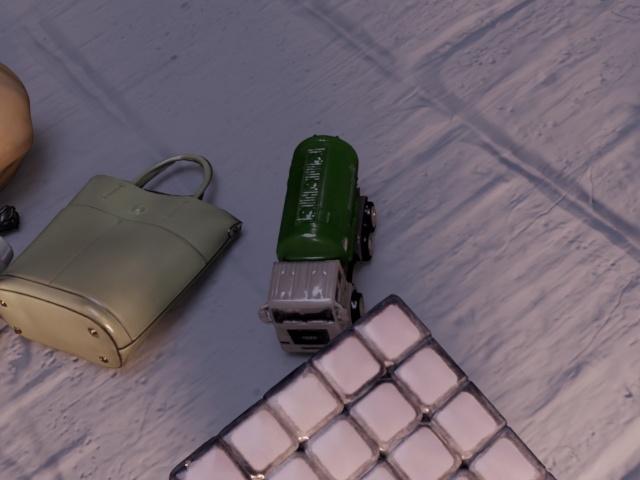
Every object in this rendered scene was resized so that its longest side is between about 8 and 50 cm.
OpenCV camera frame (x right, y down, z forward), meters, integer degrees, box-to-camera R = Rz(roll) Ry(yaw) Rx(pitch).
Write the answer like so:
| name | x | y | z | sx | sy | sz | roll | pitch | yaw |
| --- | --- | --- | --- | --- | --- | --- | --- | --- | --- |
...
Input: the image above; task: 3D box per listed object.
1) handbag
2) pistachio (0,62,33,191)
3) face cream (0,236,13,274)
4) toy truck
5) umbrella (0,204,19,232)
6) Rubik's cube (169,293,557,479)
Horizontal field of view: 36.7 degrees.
| name | x | y | z | sx | sy | sz | roll | pitch | yaw |
| --- | --- | --- | --- | --- | --- | --- | --- | --- | --- |
| handbag | -0.236 | 0.007 | 1.200 | 0.241 | 0.109 | 0.315 | 15 | 45 | 23 |
| pistachio | -0.533 | -0.122 | 1.272 | 0.331 | 0.226 | 0.207 | -34 | 33 | -22 |
| face cream | -0.443 | 0.102 | 1.151 | 0.101 | 0.101 | 0.252 | 12 | 57 | 23 |
| toy truck | 0.000 | 0.000 | 1.096 | 0.101 | 0.125 | 0.243 | -1 | 54 | 13 |
| umbrella | -0.471 | -0.009 | 1.282 | 0.143 | 0.040 | 0.037 | -20 | 85 | -2 |
| Rubik's cube | 0.035 | 0.228 | 0.803 | 0.238 | 0.237 | 0.237 | -38 | 78 | -17 |
